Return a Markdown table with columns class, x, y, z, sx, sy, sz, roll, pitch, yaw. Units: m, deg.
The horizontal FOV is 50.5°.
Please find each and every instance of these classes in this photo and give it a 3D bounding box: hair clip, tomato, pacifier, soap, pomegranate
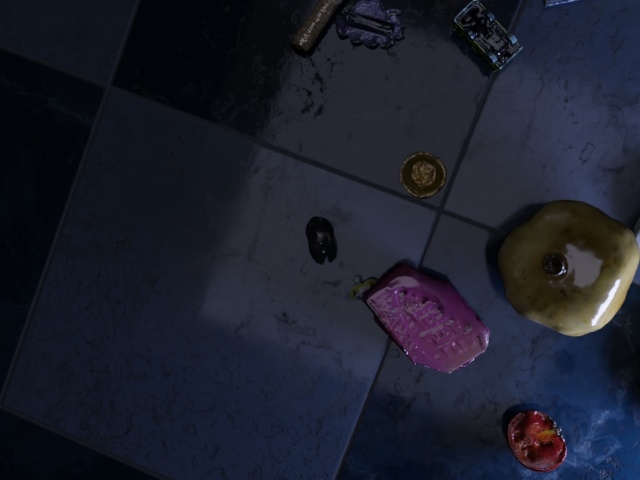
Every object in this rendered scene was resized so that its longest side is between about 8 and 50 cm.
| class | x | y | z | sx | sy | sz | roll | pitch | yaw |
| --- | --- | --- | --- | --- | --- | --- | --- | --- | --- |
| hair clip | 0.134 | -0.582 | 1.812 | 0.196 | 0.052 | 0.124 | 13 | 99 | 2 |
| tomato | 0.560 | 0.527 | 1.771 | 0.139 | 0.091 | 0.159 | -27 | 61 | -1 |
| pacifier | 0.112 | 0.125 | 1.843 | 0.083 | 0.068 | 0.064 | -23 | 54 | -9 |
| soap | 0.276 | 0.209 | 1.767 | 0.220 | 0.127 | 0.324 | -38 | 95 | 2 |
| pomegranate | 0.600 | 0.065 | 1.640 | 0.333 | 0.332 | 0.332 | 0 | 92 | 8 |

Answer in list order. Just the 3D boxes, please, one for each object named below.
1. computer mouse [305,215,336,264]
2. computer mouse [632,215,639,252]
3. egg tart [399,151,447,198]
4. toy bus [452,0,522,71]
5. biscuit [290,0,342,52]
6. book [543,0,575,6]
| class | x | y | z | sx | sy | sz | roll | pitch | yaw |
| --- | --- | --- | --- | --- | --- | --- | --- | --- | --- |
| computer mouse | 0.000 | 0.000 | 1.850 | 0.079 | 0.047 | 0.135 | -12 | 92 | 9 |
| computer mouse | 0.938 | 0.038 | 1.701 | 0.331 | 0.095 | 0.197 | 45 | 101 | 4 |
| egg tart | 0.272 | -0.174 | 1.806 | 0.129 | 0.049 | 0.128 | 0 | 92 | 10 |
| toy bus | 0.423 | -0.524 | 1.746 | 0.088 | 0.101 | 0.175 | -44 | 91 | 7 |
| biscuit | -0.002 | -0.599 | 1.823 | 0.219 | 0.055 | 0.061 | -56 | 43 | 5 |
| book | 0.762 | -0.782 | 1.722 | 0.428 | 0.039 | 0.299 | -10 | 91 | 8 |
